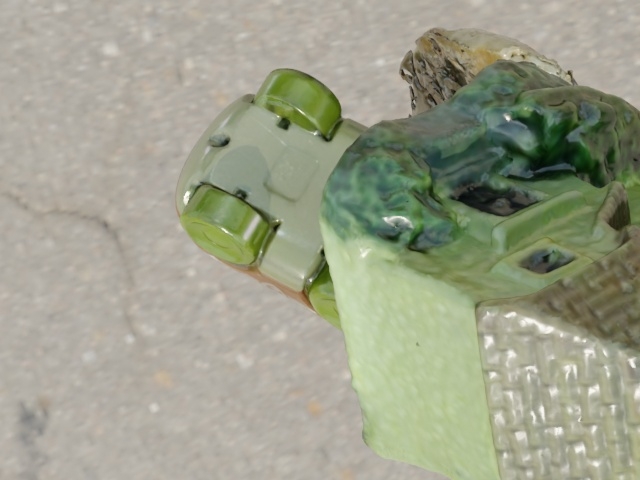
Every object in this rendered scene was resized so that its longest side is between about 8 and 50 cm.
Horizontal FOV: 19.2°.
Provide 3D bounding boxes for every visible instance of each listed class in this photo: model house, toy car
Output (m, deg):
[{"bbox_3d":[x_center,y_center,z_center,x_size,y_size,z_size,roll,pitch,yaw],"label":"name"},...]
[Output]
[{"bbox_3d":[0.142,0.026,0.957,0.189,0.214,0.195,28,134,50],"label":"model house"},{"bbox_3d":[0.000,0.000,1.449,0.235,0.145,0.235,26,158,11],"label":"toy car"}]

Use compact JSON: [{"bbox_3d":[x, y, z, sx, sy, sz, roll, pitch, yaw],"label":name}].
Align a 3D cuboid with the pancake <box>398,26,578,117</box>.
[{"bbox_3d":[0.193,-0.018,1.478,0.071,0.382,0.382,-38,79,-12],"label":"pancake"}]
